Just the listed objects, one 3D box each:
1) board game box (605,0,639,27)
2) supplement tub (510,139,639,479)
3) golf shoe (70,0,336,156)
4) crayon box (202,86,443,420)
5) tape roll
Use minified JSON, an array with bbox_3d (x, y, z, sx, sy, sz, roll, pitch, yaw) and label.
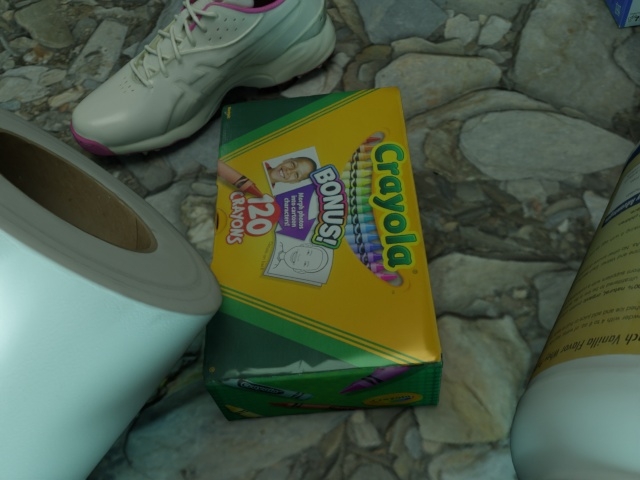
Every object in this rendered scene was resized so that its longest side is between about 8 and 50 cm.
[{"bbox_3d":[0.431,-0.408,0.780,0.233,0.078,0.347,-5,54,3],"label":"board game box"},{"bbox_3d":[0.247,0.082,0.362,0.228,0.228,0.316,24,61,22],"label":"supplement tub"},{"bbox_3d":[-0.127,-0.200,0.667,0.306,0.140,0.115,-33,59,-14],"label":"golf shoe"},{"bbox_3d":[0.000,0.000,0.542,0.165,0.081,0.278,-6,54,4],"label":"crayon box"},{"bbox_3d":[-0.210,0.032,0.417,0.246,0.246,0.169,41,97,30],"label":"tape roll"}]
